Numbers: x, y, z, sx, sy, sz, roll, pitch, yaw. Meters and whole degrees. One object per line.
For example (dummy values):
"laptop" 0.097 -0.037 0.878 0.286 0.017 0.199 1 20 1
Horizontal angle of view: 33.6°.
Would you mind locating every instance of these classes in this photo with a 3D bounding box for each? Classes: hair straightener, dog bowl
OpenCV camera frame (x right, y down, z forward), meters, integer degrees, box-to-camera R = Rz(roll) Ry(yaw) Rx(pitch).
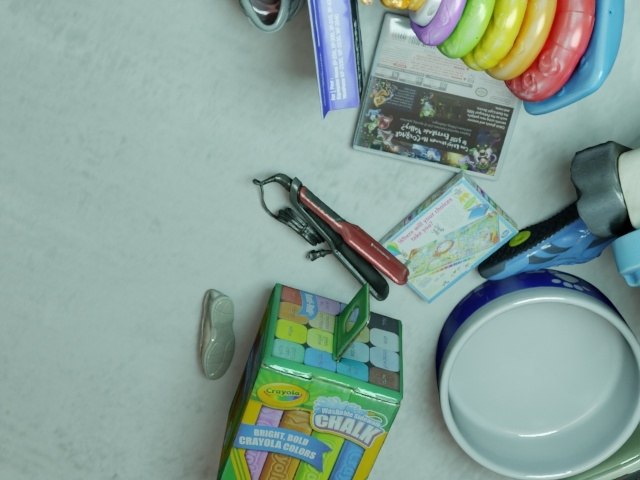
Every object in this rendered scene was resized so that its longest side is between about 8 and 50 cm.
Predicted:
"hair straightener" 0.000 0.000 1.342 0.230 0.047 0.089 37 128 -10
"dog bowl" 0.284 0.174 1.384 0.265 0.104 0.265 0 110 1

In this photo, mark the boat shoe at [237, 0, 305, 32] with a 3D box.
"boat shoe" -0.075 -0.395 1.181 0.118 0.103 0.320 -5 110 3

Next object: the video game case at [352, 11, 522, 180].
"video game case" 0.150 -0.174 1.303 0.190 0.022 0.173 12 110 -4

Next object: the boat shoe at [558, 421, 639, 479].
"boat shoe" 0.456 0.297 1.416 0.340 0.127 0.113 -29 99 0

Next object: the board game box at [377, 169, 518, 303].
"board game box" 0.159 -0.003 1.351 0.103 0.026 0.154 43 114 -14

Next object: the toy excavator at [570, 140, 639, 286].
"toy excavator" 0.503 0.092 1.220 0.222 0.433 0.445 -17 78 35

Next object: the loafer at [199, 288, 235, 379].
"loafer" -0.139 0.124 1.413 0.045 0.039 0.125 -7 117 -32

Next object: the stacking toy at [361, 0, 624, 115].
"stacking toy" 0.159 -0.254 1.148 0.302 0.166 0.175 10 81 -20

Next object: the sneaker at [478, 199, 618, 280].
"sneaker" 0.304 0.011 1.343 0.209 0.069 0.082 -29 111 11

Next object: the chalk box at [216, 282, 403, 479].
"chalk box" -0.005 0.184 1.330 0.179 0.180 0.289 16 118 -5

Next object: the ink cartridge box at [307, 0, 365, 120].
"ink cartridge box" 0.017 -0.255 1.175 0.045 0.208 0.206 -5 110 7
